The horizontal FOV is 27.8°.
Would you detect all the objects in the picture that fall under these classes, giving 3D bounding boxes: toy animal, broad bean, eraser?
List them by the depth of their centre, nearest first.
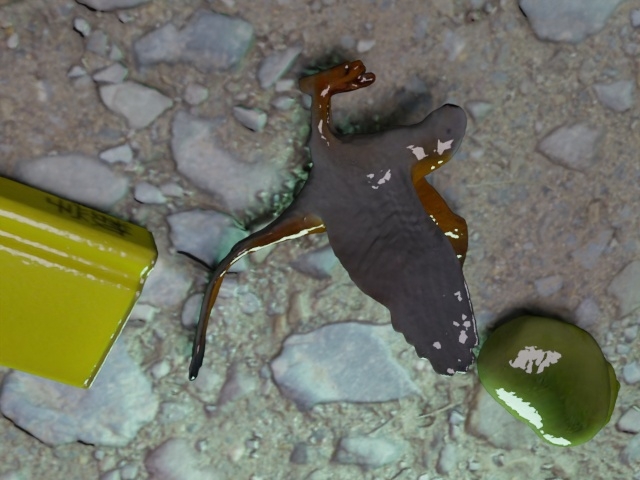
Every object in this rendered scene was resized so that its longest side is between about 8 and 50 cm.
[{"bbox_3d":[-0.274,0.031,1.160,0.226,0.069,0.158,21,108,-27],"label":"eraser"},{"bbox_3d":[0.000,-0.023,1.216,0.284,0.225,0.302,-3,107,7],"label":"toy animal"},{"bbox_3d":[0.250,0.151,1.385,0.124,0.082,0.174,-38,123,7],"label":"broad bean"}]
